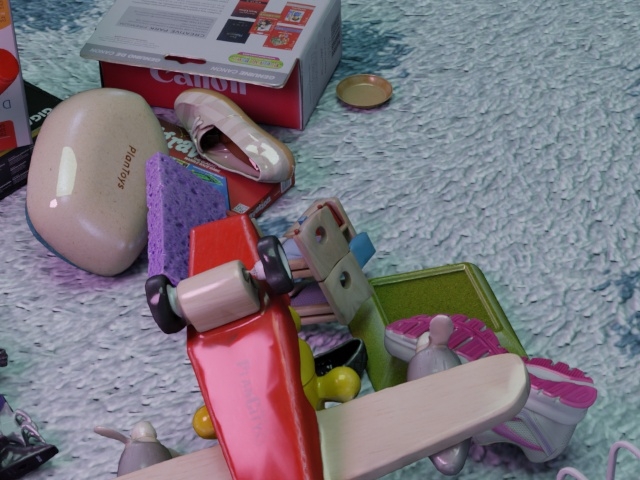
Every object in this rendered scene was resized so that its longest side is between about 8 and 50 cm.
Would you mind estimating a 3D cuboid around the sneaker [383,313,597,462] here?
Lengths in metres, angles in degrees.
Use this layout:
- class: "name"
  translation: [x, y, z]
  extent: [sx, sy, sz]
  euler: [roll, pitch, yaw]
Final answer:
- class: "sneaker"
  translation: [0.169, 0.162, 1.627]
  extent: [0.252, 0.111, 0.103]
  euler: [27, 27, 32]

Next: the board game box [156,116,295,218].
- class: "board game box"
  translation: [-0.190, -0.095, 2.030]
  extent: [0.281, 0.027, 0.145]
  euler: [22, 43, 26]

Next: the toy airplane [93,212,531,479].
- class: "toy airplane"
  translation: [-0.032, 0.208, 1.501]
  extent: [0.386, 0.272, 0.384]
  euler: [25, 83, 17]

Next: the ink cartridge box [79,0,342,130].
- class: "ink cartridge box"
  translation: [-0.153, -0.267, 2.161]
  extent: [0.309, 0.130, 0.272]
  euler: [10, 42, 14]

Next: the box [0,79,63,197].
- class: "box"
  translation: [-0.527, -0.128, 2.040]
  extent: [0.257, 0.079, 0.322]
  euler: [27, 46, 33]

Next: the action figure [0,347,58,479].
- class: "action figure"
  translation: [-0.397, 0.133, 1.649]
  extent: [0.099, 0.185, 0.285]
  euler: [-34, 59, 2]

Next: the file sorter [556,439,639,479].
- class: "file sorter"
  translation: [0.323, 0.290, 1.407]
  extent: [0.277, 0.193, 0.173]
  euler: [-20, 39, -23]

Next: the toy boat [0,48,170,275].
- class: "toy boat"
  translation: [-0.333, -0.113, 1.881]
  extent: [0.148, 0.318, 0.267]
  euler: [-27, 34, 41]

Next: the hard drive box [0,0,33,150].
- class: "hard drive box"
  translation: [-0.474, -0.220, 1.909]
  extent: [0.181, 0.232, 0.089]
  euler: [-15, 42, -15]

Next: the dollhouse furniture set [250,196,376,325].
- class: "dollhouse furniture set"
  translation: [0.000, 0.000, 1.787]
  extent: [0.129, 0.129, 0.184]
  euler: [-8, 29, 41]

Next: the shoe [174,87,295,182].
- class: "shoe"
  translation: [-0.127, -0.138, 1.999]
  extent: [0.058, 0.077, 0.219]
  euler: [-27, 47, -37]

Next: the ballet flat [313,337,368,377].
- class: "ballet flat"
  translation: [-0.026, 0.151, 1.699]
  extent: [0.173, 0.049, 0.057]
  euler: [-20, 41, -22]

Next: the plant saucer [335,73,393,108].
- class: "plant saucer"
  translation: [0.063, -0.212, 2.179]
  extent: [0.083, 0.015, 0.083]
  euler: [-1, 39, 1]

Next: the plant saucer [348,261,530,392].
- class: "plant saucer"
  translation: [0.132, 0.092, 1.773]
  extent: [0.188, 0.045, 0.188]
  euler: [-10, 40, -11]

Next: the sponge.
- class: "sponge"
  translation: [-0.160, -0.004, 1.830]
  extent: [0.031, 0.117, 0.210]
  euler: [-34, 40, 26]
